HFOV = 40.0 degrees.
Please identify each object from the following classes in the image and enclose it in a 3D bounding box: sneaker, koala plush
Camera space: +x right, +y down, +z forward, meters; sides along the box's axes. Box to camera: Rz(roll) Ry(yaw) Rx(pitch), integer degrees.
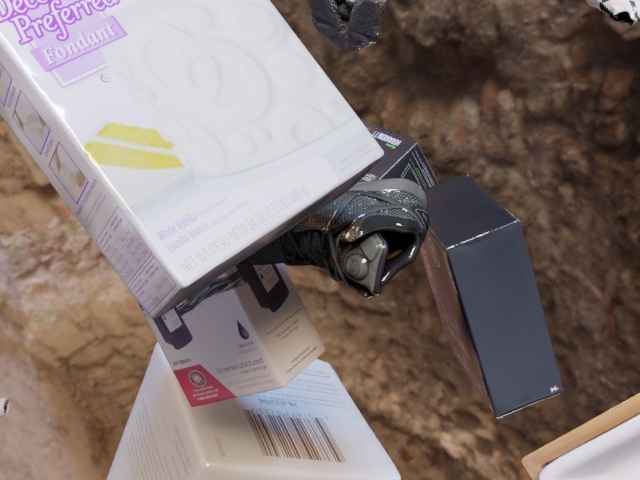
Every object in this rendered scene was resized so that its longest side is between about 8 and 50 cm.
[{"bbox_3d":[0.000,0.000,0.912,0.130,0.228,0.087,-85,169,-60],"label":"sneaker"},{"bbox_3d":[0.474,-0.379,1.423,0.109,0.043,0.040,29,-19,38],"label":"sneaker"},{"bbox_3d":[0.090,-0.555,1.946,0.196,0.221,0.203,18,-29,15],"label":"koala plush"}]

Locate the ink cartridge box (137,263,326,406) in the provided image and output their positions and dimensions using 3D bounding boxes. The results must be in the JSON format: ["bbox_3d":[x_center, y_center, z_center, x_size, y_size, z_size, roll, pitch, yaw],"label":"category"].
[{"bbox_3d":[-0.127,0.065,1.063,0.172,0.100,0.237,-20,-80,40],"label":"ink cartridge box"}]

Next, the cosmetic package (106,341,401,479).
[{"bbox_3d":[-0.139,0.421,1.417,0.393,0.330,0.327,-67,-150,18],"label":"cosmetic package"}]

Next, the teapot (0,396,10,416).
[{"bbox_3d":[-0.656,0.303,1.510,0.187,0.252,0.256,25,9,-29],"label":"teapot"}]

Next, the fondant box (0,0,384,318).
[{"bbox_3d":[-0.138,-0.135,0.765,0.330,0.238,0.096,52,-33,3],"label":"fondant box"}]

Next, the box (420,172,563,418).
[{"bbox_3d":[0.211,0.069,1.152,0.184,0.103,0.261,-123,-168,-65],"label":"box"}]

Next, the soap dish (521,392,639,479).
[{"bbox_3d":[0.376,0.281,0.857,0.290,0.229,0.118,57,24,11],"label":"soap dish"}]

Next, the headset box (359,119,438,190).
[{"bbox_3d":[0.050,-0.096,1.807,0.246,0.283,0.131,32,-19,49],"label":"headset box"}]
